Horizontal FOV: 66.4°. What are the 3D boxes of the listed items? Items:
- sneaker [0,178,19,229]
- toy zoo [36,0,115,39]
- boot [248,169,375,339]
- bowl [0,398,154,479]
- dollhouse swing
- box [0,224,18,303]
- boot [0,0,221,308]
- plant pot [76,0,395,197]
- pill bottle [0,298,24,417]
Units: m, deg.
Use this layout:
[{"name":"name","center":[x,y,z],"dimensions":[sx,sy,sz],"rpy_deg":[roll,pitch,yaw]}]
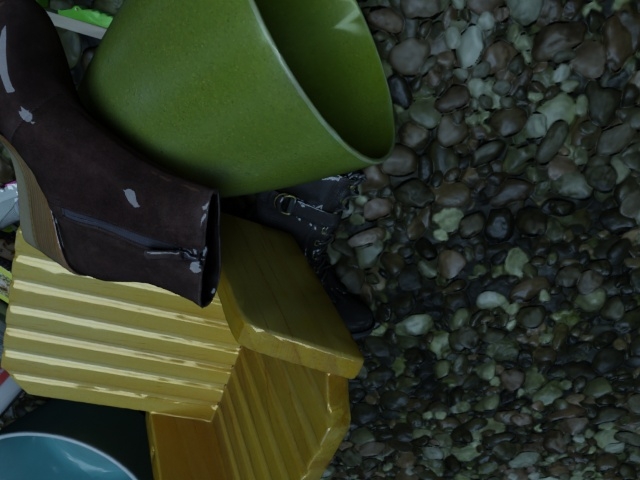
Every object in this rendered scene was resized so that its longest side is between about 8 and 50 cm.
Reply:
[{"name":"sneaker","center":[-0.335,-0.049,0.658],"dimensions":[0.252,0.103,0.111],"rpy_deg":[-16,112,12]},{"name":"toy zoo","center":[-0.222,-0.371,0.535],"dimensions":[0.192,0.030,0.293],"rpy_deg":[16,116,-4]},{"name":"boot","center":[0.000,0.000,0.663],"dimensions":[0.263,0.091,0.229],"rpy_deg":[26,115,-6]},{"name":"bowl","center":[-0.405,0.381,0.837],"dimensions":[0.311,0.163,0.312],"rpy_deg":[2,116,4]},{"name":"dollhouse swing","center":[-0.194,0.163,0.560],"dimensions":[0.305,0.315,0.347],"rpy_deg":[8,120,-31]},{"name":"box","center":[-0.497,-0.001,0.705],"dimensions":[0.232,0.087,0.058],"rpy_deg":[37,115,-14]},{"name":"boot","center":[-0.176,-0.070,0.417],"dimensions":[0.206,0.090,0.248],"rpy_deg":[15,121,14]},{"name":"plant pot","center":[-0.114,-0.155,0.511],"dimensions":[0.293,0.275,0.275],"rpy_deg":[-20,113,28]},{"name":"pill bottle","center":[-0.587,0.116,0.699],"dimensions":[0.363,0.210,0.210],"rpy_deg":[40,112,-13]}]
